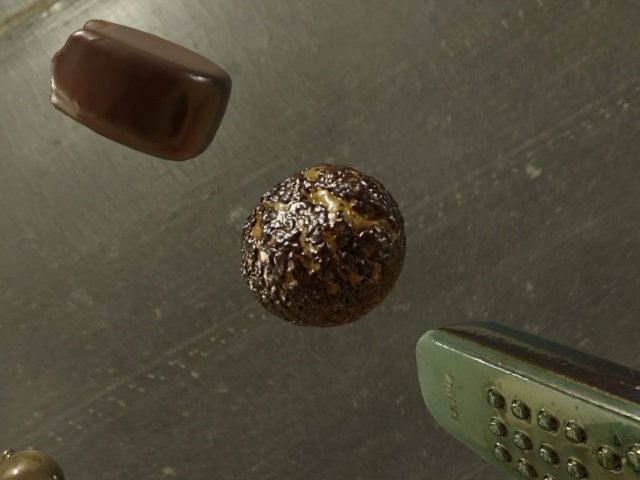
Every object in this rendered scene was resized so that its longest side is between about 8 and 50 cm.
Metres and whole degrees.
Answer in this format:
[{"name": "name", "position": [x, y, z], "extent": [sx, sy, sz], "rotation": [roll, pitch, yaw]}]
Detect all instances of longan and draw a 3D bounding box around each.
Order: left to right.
[{"name": "longan", "position": [-0.400, 0.331, 1.318], "extent": [0.119, 0.106, 0.106], "rotation": [39, 82, 26]}]

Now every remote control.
[{"name": "remote control", "position": [0.124, 0.085, 0.378], "extent": [0.042, 0.072, 0.222], "rotation": [-31, 34, -31]}]

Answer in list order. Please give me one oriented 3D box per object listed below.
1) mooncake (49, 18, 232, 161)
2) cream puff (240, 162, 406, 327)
[{"name": "mooncake", "position": [-0.308, -0.253, 1.645], "extent": [0.326, 0.334, 0.174], "rotation": [40, 113, 44]}, {"name": "cream puff", "position": [0.000, 0.000, 1.351], "extent": [0.239, 0.165, 0.239], "rotation": [-9, 51, 11]}]
